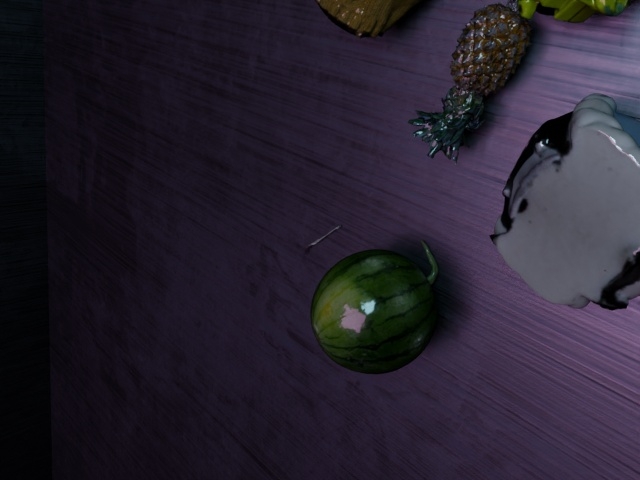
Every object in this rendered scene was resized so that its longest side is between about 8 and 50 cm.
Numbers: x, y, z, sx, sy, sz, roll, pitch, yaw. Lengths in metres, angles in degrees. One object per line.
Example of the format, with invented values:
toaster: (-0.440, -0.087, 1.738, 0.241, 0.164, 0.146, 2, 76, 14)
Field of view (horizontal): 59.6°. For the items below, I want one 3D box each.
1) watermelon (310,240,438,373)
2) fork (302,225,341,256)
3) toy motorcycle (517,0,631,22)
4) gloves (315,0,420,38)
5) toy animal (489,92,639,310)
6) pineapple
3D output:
watermelon: (0.091, 0.103, 0.848, 0.188, 0.215, 0.188, 157, 90, -81)
fork: (-0.001, -0.001, 1.023, 0.012, 0.016, 0.115, 48, 132, -3)
toy motorcycle: (0.294, -0.400, 0.553, 0.206, 0.142, 0.342, -115, 27, -71)
gloves: (0.112, -0.432, 0.712, 0.203, 0.155, 0.356, 51, 127, 19)
toy animal: (0.309, -0.043, 0.611, 0.204, 0.156, 0.208, 46, 145, 23)
pineapple: (0.197, -0.212, 0.731, 0.103, 0.083, 0.221, 54, 133, 37)
